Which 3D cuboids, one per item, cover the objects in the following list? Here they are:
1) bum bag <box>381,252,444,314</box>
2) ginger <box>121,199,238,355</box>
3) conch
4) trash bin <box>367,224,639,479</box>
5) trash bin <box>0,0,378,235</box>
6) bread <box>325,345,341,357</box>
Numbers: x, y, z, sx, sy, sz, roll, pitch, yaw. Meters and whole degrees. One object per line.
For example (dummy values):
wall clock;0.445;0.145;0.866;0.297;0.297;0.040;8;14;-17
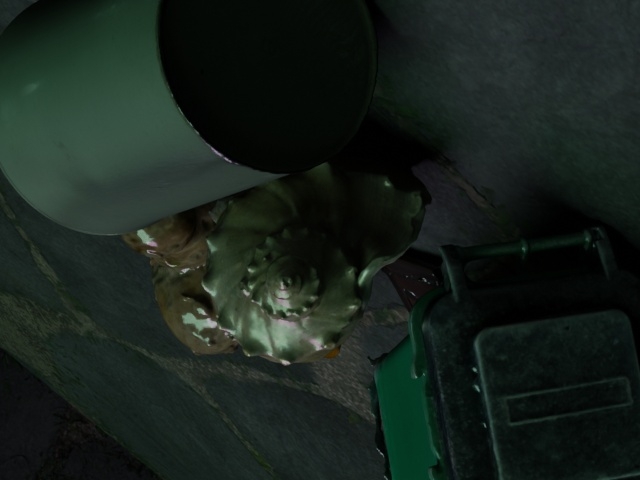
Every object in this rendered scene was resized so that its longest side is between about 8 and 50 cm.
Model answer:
bum bag;0.132;0.066;1.761;0.109;0.026;0.159;18;154;39
ginger;-0.179;-0.004;1.863;0.155;0.244;0.304;-16;136;11
conch;-0.006;-0.008;1.546;0.186;0.263;0.324;54;-170;-18
trash bin;0.189;0.165;1.529;0.381;0.259;0.295;141;121;-73
trash bin;-0.162;-0.159;1.476;0.280;0.280;0.432;48;151;-20
bread;-0.014;0.074;1.894;0.102;0.094;0.245;23;152;19
